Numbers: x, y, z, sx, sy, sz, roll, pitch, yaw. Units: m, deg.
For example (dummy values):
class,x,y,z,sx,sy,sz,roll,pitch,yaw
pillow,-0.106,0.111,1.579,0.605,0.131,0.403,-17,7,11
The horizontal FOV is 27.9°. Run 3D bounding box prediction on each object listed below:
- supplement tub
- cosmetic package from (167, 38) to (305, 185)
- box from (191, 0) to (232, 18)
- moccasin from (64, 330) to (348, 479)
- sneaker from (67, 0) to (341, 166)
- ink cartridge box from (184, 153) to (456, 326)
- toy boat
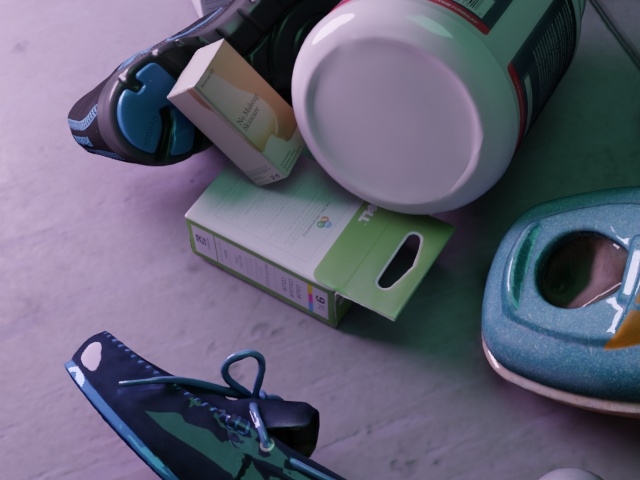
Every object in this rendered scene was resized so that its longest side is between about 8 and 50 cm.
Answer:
class,x,y,z,sx,sy,sz,roll,pitch,yaw
supplement tub,0.111,-0.164,1.101,0.191,0.191,0.272,19,40,17
cosmetic package,-0.066,-0.106,1.077,0.041,0.115,0.060,-14,42,47
box,-0.092,-0.292,1.299,0.102,0.087,0.101,-19,56,-9
moccasin,-0.036,0.171,0.961,0.342,0.138,0.117,38,79,12
sneaker,-0.079,-0.168,1.188,0.341,0.125,0.140,-27,15,-33
ink cartridge box,0.000,0.000,1.106,0.209,0.062,0.109,26,60,20
toy boat,0.222,0.093,0.944,0.267,0.148,0.318,-3,61,36
